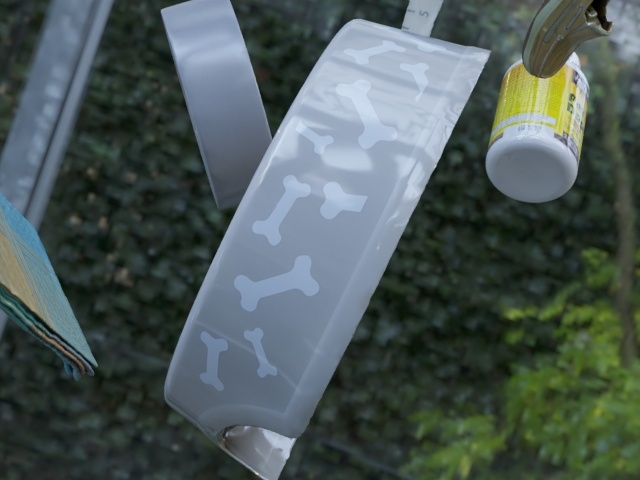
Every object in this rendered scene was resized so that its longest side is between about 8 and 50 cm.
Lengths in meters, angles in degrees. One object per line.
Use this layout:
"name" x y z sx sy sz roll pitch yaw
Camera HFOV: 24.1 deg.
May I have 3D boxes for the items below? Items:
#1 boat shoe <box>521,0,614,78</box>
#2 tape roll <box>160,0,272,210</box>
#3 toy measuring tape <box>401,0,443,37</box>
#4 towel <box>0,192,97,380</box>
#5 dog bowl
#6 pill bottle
"boat shoe" 0.270 -0.232 1.558 0.068 0.190 0.072 -28 62 -36
"tape roll" -0.104 -0.145 1.570 0.072 0.219 0.219 -16 5 -4
"toy measuring tape" 0.139 -0.277 1.460 0.121 0.330 0.121 14 15 -4
"towel" -0.405 -0.002 1.827 0.271 0.040 0.370 59 1 32
"dog bowl" 0.000 0.000 1.071 0.102 0.348 0.349 27 2 2
"pill bottle" 0.286 -0.160 1.953 0.117 0.215 0.117 9 -41 8
